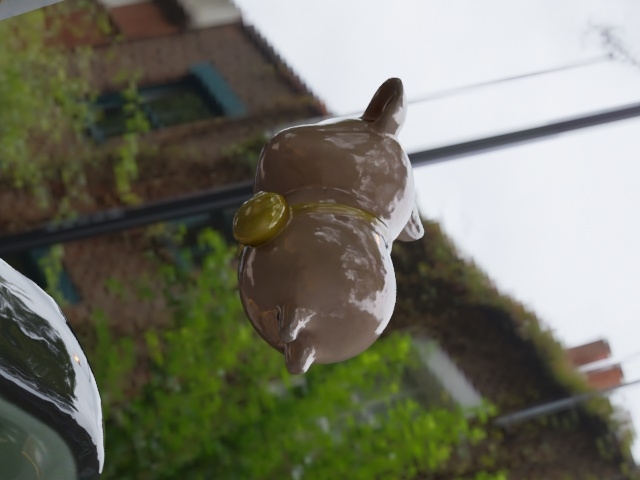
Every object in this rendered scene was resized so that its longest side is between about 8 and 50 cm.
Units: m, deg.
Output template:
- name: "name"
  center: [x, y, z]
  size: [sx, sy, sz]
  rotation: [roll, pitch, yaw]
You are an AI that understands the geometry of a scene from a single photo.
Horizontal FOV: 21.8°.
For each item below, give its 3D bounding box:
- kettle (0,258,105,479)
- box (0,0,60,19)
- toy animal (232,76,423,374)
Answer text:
- name: "kettle"
  center: [-0.237, 0.054, 0.448]
  size: [0.250, 0.361, 0.377]
  rotation: [61, -38, 43]
- name: "box"
  center: [-0.185, -0.188, 0.843]
  size: [0.149, 0.233, 0.067]
  rotation: [65, -18, 14]
- name: "toy animal"
  center: [0.001, -0.002, 1.361]
  size: [0.165, 0.149, 0.248]
  rotation: [94, 14, -50]
